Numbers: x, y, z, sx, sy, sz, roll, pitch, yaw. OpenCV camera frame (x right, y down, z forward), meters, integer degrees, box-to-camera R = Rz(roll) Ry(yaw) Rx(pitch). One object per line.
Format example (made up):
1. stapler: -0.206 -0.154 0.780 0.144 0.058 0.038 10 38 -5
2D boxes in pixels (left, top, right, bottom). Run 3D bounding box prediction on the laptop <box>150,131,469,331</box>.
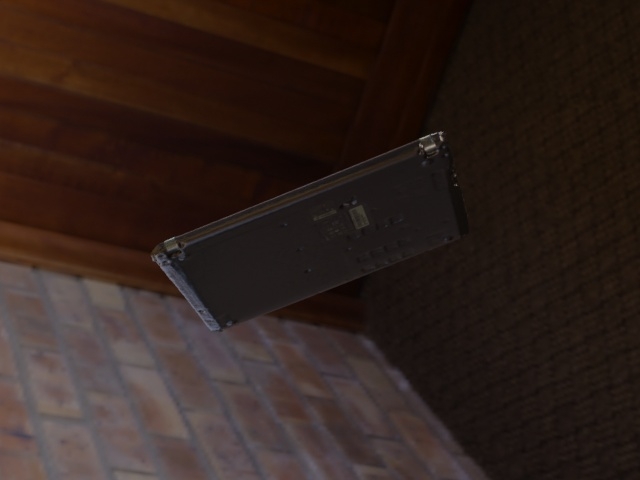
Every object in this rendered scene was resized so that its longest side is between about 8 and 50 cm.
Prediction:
1. laptop: 0.000 0.000 0.776 0.129 0.180 0.016 63 -173 -61
